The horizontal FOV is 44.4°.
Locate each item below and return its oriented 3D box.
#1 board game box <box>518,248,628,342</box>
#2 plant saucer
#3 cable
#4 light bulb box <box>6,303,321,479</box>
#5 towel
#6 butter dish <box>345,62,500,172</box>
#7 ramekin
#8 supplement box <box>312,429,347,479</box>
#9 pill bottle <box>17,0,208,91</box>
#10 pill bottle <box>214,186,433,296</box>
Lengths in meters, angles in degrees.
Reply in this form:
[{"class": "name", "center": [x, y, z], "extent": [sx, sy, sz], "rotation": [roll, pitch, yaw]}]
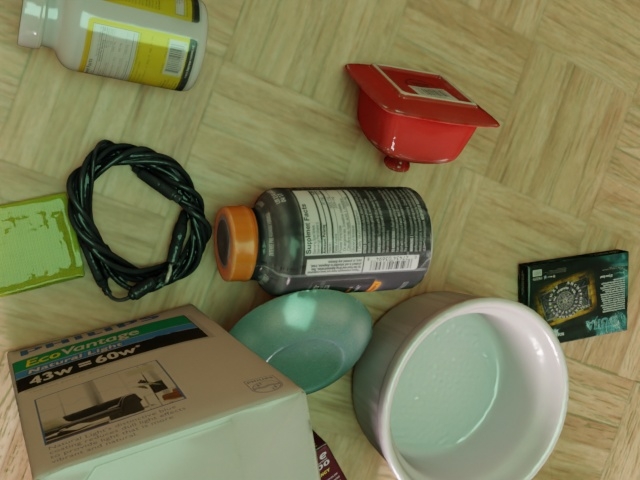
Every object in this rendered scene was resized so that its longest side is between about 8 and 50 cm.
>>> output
[{"class": "board game box", "center": [0.378, 0.086, 1.166], "extent": [0.186, 0.026, 0.126], "rotation": [-6, 100, -22]}, {"class": "plant saucer", "center": [-0.024, 0.139, 0.946], "extent": [0.194, 0.037, 0.195], "rotation": [-11, 134, -12]}, {"class": "cable", "center": [-0.206, -0.029, 0.895], "extent": [0.150, 0.047, 0.185], "rotation": [-22, 105, -18]}, {"class": "light bulb box", "center": [-0.156, 0.288, 0.791], "extent": [0.225, 0.361, 0.358], "rotation": [-13, 103, -22]}, {"class": "towel", "center": [-0.382, 0.020, 0.843], "extent": [0.237, 0.021, 0.102], "rotation": [-14, 104, -21]}, {"class": "butter dish", "center": [0.111, -0.141, 0.973], "extent": [0.160, 0.160, 0.118], "rotation": [4, 120, -23]}, {"class": "ramekin", "center": [0.176, 0.198, 1.040], "extent": [0.277, 0.135, 0.277], "rotation": [-4, 100, -23]}, {"class": "supplement box", "center": [0.007, 0.342, 0.993], "extent": [0.073, 0.130, 0.240], "rotation": [-33, 110, -15]}, {"class": "pill bottle", "center": [-0.219, -0.224, 0.830], "extent": [0.184, 0.103, 0.103], "rotation": [8, 95, -23]}, {"class": "pill bottle", "center": [0.000, 0.000, 0.940], "extent": [0.245, 0.130, 0.131], "rotation": [-2, 98, -22]}]
